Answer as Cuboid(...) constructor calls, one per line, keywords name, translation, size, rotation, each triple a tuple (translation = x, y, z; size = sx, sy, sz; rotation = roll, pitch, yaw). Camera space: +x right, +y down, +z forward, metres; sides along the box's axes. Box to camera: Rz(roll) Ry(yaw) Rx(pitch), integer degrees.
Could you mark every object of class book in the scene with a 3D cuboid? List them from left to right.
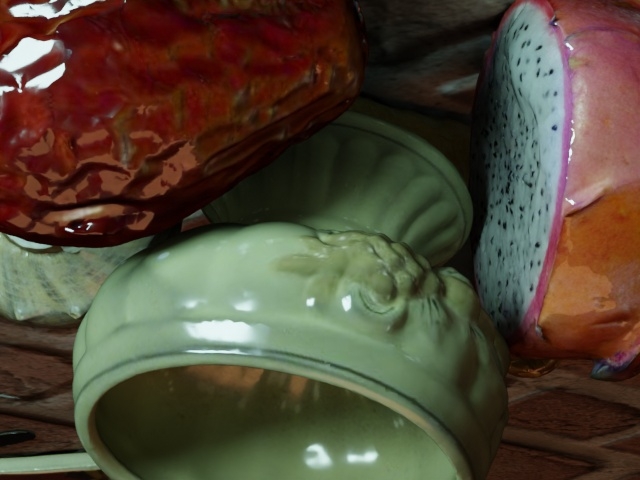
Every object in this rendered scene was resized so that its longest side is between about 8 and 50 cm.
Cuboid(name="book", translation=(-0.264, 0.315, 2.544), size=(0.374, 0.028, 0.262), rotation=(-3, 161, -10))

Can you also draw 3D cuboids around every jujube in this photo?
Cuboid(name="jujube", translation=(-0.115, -0.102, 1.253), size=(0.290, 0.197, 0.197), rotation=(-19, 161, -10))

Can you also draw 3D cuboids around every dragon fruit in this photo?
Cuboid(name="dragon fruit", translation=(0.221, -0.044, 1.380), size=(0.189, 0.291, 0.290), rotation=(0, 159, -8))

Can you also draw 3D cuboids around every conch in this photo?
Cuboid(name="conch", translation=(-0.205, -0.002, 1.522), size=(0.210, 0.159, 0.291), rotation=(-16, 162, 1))

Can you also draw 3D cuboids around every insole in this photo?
Cuboid(name="insole", translation=(-0.432, 0.249, 2.344), size=(0.188, 0.004, 0.064), rotation=(-12, 159, 13))

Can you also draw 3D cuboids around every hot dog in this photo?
Cuboid(name="hot dog", translation=(0.026, -0.068, 1.538), size=(0.242, 0.084, 0.073), rotation=(9, 158, -37))
Cuboid(name="hot dog", translation=(0.240, 0.140, 2.223), size=(0.090, 0.034, 0.030), rotation=(-13, 159, 14))

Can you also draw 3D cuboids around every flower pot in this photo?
Cuboid(name="flower pot", translation=(-0.011, 0.054, 1.378), size=(0.307, 0.244, 0.307), rotation=(8, 146, 5))

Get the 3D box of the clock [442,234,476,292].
Cuboid(name="clock", translation=(0.093, 0.038, 1.658), size=(0.280, 0.055, 0.280), rotation=(-41, -177, 2))
